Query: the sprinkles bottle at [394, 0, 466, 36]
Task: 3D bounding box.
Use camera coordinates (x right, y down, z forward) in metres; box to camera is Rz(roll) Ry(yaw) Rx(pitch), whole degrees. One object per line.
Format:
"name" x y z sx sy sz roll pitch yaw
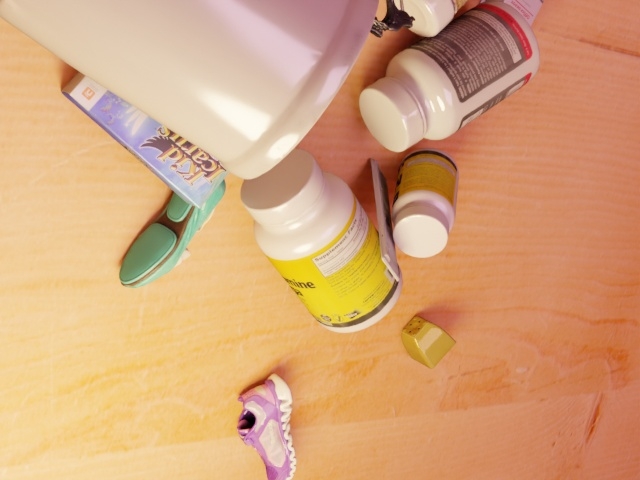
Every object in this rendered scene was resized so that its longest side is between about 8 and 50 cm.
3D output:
"sprinkles bottle" 0.277 -0.518 1.745 0.355 0.121 0.121 -45 132 -13

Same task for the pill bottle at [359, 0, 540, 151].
"pill bottle" 0.231 -0.292 1.779 0.319 0.176 0.176 -34 128 -22

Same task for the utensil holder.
"utensil holder" -0.172 -0.316 1.272 0.385 0.327 0.327 33 88 -21

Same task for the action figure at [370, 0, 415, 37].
"action figure" 0.121 -0.480 1.600 0.141 0.164 0.275 18 91 -39

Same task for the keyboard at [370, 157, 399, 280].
"keyboard" 0.117 -0.042 1.788 0.014 0.256 0.072 -16 136 14

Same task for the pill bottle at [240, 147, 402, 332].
"pill bottle" 0.000 0.000 1.724 0.188 0.188 0.334 -46 131 -12

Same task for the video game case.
"video game case" -0.209 -0.225 1.488 0.269 0.061 0.244 43 82 -28

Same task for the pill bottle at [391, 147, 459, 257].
"pill bottle" 0.195 -0.071 1.826 0.208 0.119 0.119 -75 154 -51

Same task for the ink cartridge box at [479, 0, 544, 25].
"ink cartridge box" 0.384 -0.486 1.890 0.104 0.060 0.180 24 94 -44

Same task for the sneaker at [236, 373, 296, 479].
"sneaker" -0.110 0.374 1.887 0.105 0.095 0.236 -15 115 -26

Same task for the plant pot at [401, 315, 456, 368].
"plant pot" 0.221 0.208 2.081 0.081 0.081 0.083 -47 122 -12

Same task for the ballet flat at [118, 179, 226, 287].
"ballet flat" -0.230 -0.015 1.603 0.247 0.083 0.087 -57 142 -2
